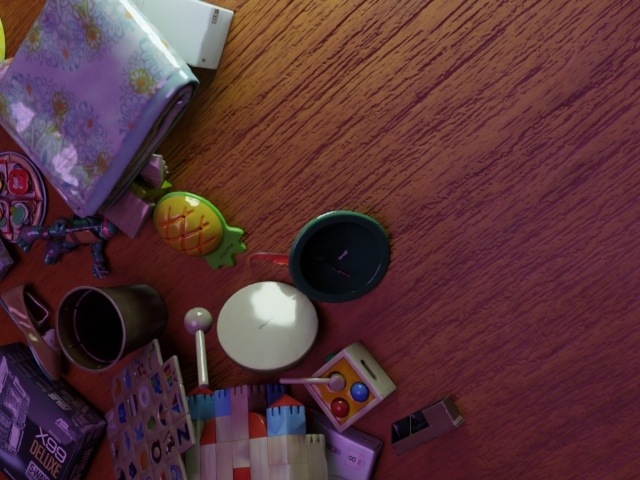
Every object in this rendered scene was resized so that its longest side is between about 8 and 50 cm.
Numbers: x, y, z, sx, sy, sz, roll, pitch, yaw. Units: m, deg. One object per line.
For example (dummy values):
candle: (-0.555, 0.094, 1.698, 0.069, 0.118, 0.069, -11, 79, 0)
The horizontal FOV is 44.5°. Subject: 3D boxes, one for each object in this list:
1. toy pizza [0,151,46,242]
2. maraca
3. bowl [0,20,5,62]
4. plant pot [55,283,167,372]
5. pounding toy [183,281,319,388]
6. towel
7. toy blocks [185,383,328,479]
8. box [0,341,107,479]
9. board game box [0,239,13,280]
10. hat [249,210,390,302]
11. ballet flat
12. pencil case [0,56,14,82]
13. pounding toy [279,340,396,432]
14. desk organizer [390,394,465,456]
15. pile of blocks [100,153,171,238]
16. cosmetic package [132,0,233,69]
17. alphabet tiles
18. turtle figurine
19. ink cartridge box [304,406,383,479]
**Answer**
toy pizza: (-0.684, -0.094, 1.717, 0.201, 0.032, 0.201, 3, 98, 24)
maraca: (-0.230, -0.018, 1.484, 0.186, 0.099, 0.127, 35, 120, -9)
bowl: (-0.842, -0.423, 1.683, 0.290, 0.156, 0.289, 3, 98, 24)
plant pot: (-0.399, 0.158, 1.542, 0.167, 0.165, 0.166, 3, 98, 25)
pounding toy: (-0.119, 0.187, 1.439, 0.237, 0.110, 0.183, -14, 55, -8)
towel: (-0.419, -0.264, 1.412, 0.320, 0.090, 0.374, 48, 117, 8)
toy blocks: (-0.126, 0.381, 1.437, 0.381, 0.191, 0.260, -19, 68, 41)
box: (-0.634, 0.411, 1.723, 0.307, 0.076, 0.242, 36, 110, 21)
board game box: (-0.747, 0.012, 1.747, 0.103, 0.026, 0.154, -40, 79, 42)
hat: (0.000, 0.000, 1.416, 0.209, 0.183, 0.172, 4, 110, -17)
ballet flat: (-0.611, 0.193, 1.699, 0.073, 0.080, 0.232, -34, 83, -6)
pencil case: (-0.528, -0.332, 1.571, 0.284, 0.124, 0.124, -9, 93, 25)
pounding toy: (0.031, 0.255, 1.389, 0.130, 0.100, 0.141, -43, 78, 23)
desk organizer: (0.178, 0.321, 1.359, 0.130, 0.047, 0.050, -34, 80, 24)
pile of blocks: (-0.332, -0.190, 1.500, 0.149, 0.113, 0.362, 14, 108, 23)
cosmetic package: (-0.289, -0.411, 1.467, 0.231, 0.085, 0.117, 26, 107, 18)
alphabet tiles: (-0.343, 0.369, 1.539, 0.342, 0.011, 0.285, -40, 59, 42)
turtle figurine: (-0.492, -0.002, 1.598, 0.234, 0.118, 0.175, -7, 134, 27)
ink cartridge box: (-0.017, 0.418, 1.459, 0.232, 0.066, 0.189, 19, 104, 17)
